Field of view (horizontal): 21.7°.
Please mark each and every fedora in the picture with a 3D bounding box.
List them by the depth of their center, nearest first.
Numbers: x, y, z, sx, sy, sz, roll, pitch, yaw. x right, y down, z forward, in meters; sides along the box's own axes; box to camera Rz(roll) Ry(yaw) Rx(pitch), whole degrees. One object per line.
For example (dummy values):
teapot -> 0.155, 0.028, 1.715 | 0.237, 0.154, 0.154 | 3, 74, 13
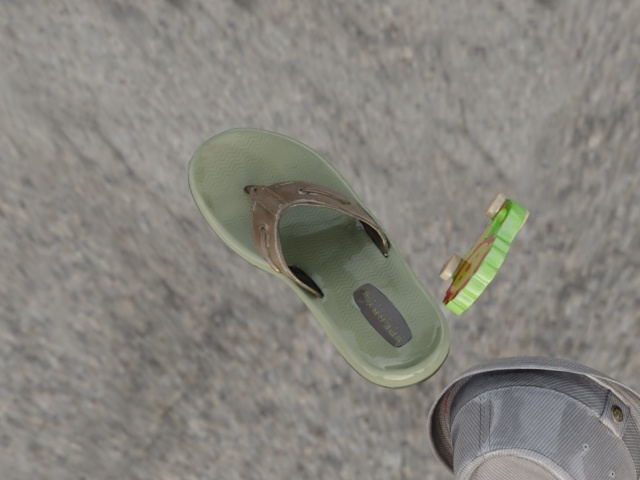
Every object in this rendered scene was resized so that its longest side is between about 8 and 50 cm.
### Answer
fedora -> 0.231, 0.242, 1.700 | 0.243, 0.275, 0.124 | -19, 38, 28

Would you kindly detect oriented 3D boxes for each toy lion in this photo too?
toy lion -> 0.130, 0.013, 1.322 | 0.034, 0.096, 0.100 | 35, 94, -5

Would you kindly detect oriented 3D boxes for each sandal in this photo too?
sandal -> 0.002, 0.000, 1.461 | 0.120, 0.086, 0.303 | -42, 66, -9
